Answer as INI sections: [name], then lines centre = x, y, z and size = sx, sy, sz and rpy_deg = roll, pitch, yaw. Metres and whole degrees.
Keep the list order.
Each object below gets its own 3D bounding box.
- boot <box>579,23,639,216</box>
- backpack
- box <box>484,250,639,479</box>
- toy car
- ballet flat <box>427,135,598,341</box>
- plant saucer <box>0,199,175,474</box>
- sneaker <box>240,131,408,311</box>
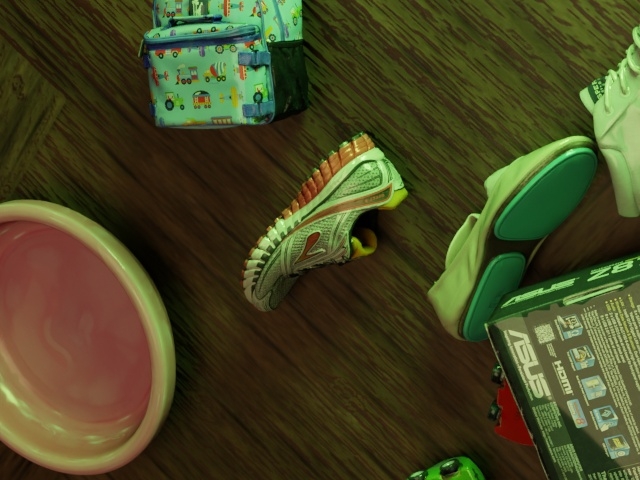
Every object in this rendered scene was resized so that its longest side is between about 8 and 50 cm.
[boot]
centre = 0.274, -0.139, 1.106
size = 0.123, 0.095, 0.258
rpy_deg = -8, 105, 25
[backpack]
centre = -0.095, -0.202, 1.285
size = 0.158, 0.117, 0.173
rpy_deg = 6, 108, 27
[box]
centre = 0.361, 0.190, 1.150
size = 0.318, 0.097, 0.395
rpy_deg = -20, 98, 24
[toy car]
centre = 0.179, 0.231, 1.325
size = 0.225, 0.053, 0.239
rpy_deg = -23, 95, 34
[ballet flat]
centre = 0.169, -0.014, 1.228
size = 0.086, 0.086, 0.248
rpy_deg = 36, 123, 14
[plant saucer]
centre = -0.297, 0.106, 1.532
size = 0.332, 0.084, 0.332
rpy_deg = 11, 114, 26
[sneaker]
centre = 0.000, 0.000, 1.321
size = 0.093, 0.088, 0.225
rpy_deg = 44, 124, 7
